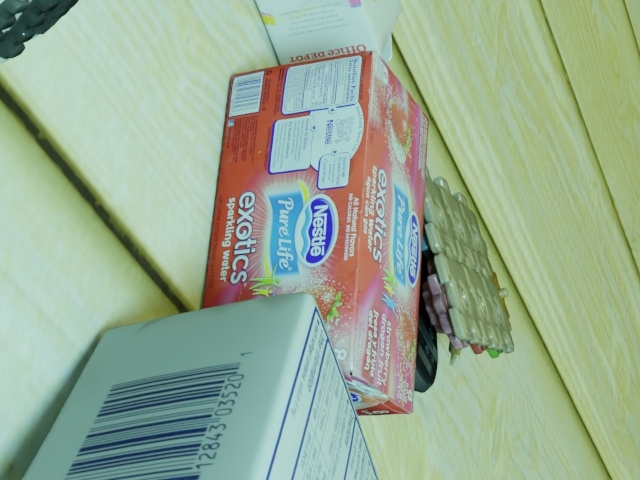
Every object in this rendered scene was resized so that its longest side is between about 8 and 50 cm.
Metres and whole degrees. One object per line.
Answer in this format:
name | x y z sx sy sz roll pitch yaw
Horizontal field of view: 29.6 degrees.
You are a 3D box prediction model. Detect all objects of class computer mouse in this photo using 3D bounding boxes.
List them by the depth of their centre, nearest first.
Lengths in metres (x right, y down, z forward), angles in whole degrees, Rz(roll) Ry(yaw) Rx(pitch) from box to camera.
computer mouse | 0.088 0.075 1.179 0.262 0.060 0.184 -83 149 -50

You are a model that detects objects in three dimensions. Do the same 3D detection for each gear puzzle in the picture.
gear puzzle | 0.139 0.034 1.212 0.339 0.044 0.175 23 50 -69

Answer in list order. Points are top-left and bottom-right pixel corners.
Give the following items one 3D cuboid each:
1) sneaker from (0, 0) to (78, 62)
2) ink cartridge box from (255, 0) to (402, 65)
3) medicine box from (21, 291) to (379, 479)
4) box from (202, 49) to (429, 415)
sneaker | -0.229 -0.111 0.530 0.118 0.110 0.292 54 37 -3
ink cartridge box | 0.004 -0.214 1.023 0.090 0.092 0.143 -66 143 -47
medicine box | -0.049 0.225 0.699 0.263 0.149 0.289 -74 149 -60
box | 0.000 0.000 0.927 0.122 0.128 0.257 40 49 -55
